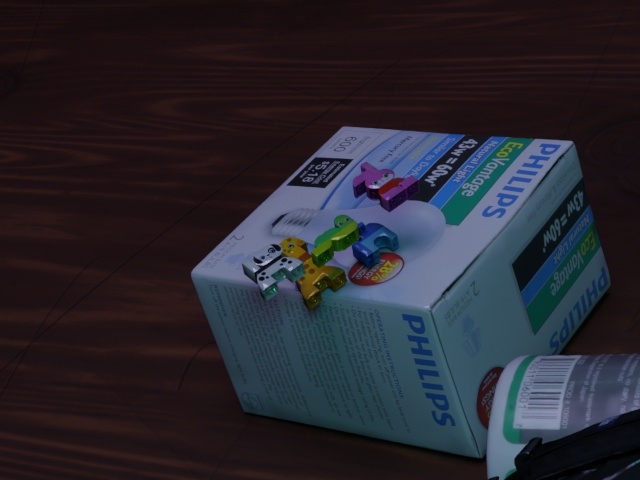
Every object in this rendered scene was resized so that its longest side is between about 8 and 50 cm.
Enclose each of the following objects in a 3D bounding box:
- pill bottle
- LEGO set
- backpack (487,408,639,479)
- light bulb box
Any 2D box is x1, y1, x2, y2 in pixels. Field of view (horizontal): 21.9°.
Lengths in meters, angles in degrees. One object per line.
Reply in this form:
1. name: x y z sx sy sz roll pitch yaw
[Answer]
1. pill bottle: 0.364 0.213 1.643 0.361 0.204 0.204 -1 34 26
2. LEGO set: 0.000 0.000 1.864 0.227 0.087 0.093 -35 49 -24
3. backpack: 0.345 0.233 1.384 0.355 0.273 0.290 -34 -7 24
4. light bulb box: 0.105 0.049 2.037 0.361 0.225 0.358 6 38 38
